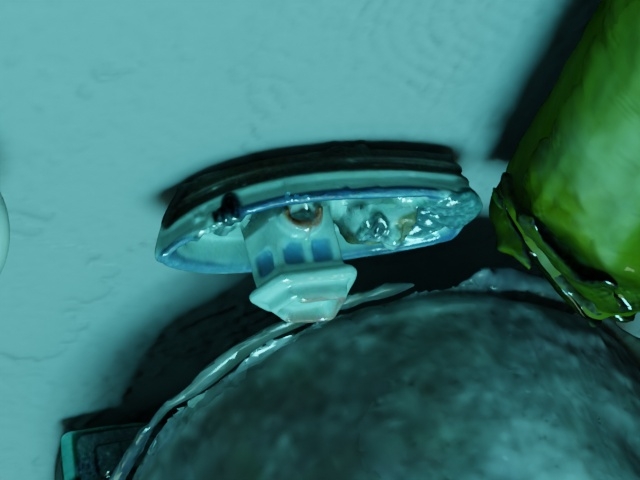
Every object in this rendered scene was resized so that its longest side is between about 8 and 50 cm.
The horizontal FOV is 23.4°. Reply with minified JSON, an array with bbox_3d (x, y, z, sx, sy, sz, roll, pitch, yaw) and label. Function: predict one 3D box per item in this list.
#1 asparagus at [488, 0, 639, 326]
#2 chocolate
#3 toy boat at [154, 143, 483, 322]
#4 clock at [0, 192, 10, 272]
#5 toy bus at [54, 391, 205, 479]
[{"bbox_3d":[0.162,-0.095,0.528,0.128,0.108,0.382,1,144,-14],"label":"asparagus"},{"bbox_3d":[0.064,0.188,0.678,0.303,0.213,0.303,-12,130,-14],"label":"chocolate"},{"bbox_3d":[0.000,0.000,0.639,0.140,0.066,0.059,-4,150,-18],"label":"toy boat"},{"bbox_3d":[-0.205,0.009,0.533,0.166,0.093,0.162,-27,150,14],"label":"clock"},{"bbox_3d":[-0.008,0.129,0.820,0.261,0.091,0.109,-3,156,-20],"label":"toy bus"}]
